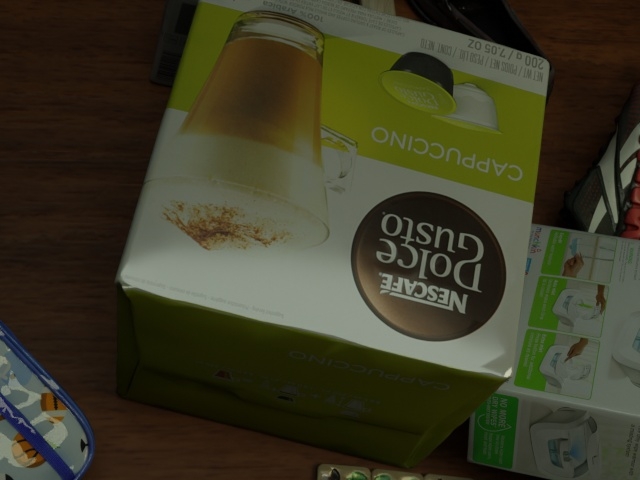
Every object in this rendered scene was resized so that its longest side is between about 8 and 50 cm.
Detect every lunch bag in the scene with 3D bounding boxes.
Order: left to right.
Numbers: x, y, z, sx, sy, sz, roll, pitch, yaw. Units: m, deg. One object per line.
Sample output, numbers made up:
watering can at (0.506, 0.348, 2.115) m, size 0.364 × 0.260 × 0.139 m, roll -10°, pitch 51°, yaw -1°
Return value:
lunch bag at (-0.368, 0.157, 1.002) m, size 0.243 × 0.115 × 0.303 m, roll -45°, pitch 112°, yaw -25°

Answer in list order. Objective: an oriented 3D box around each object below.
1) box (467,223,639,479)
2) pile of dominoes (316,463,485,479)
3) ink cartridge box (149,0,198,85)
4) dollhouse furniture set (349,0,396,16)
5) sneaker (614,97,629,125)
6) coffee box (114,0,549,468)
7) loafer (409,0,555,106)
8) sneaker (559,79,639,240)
box at (0.291, 0.116, 1.126) m, size 0.231 × 0.126 × 0.262 m, roll 9°, pitch 41°, yaw 14°
pile of dominoes at (0.099, 0.332, 1.121) m, size 0.251 × 0.040 × 0.196 m, roll 7°, pitch 65°, yaw -8°
ink cartridge box at (-0.149, -0.325, 1.286) m, size 0.066 × 0.189 × 0.232 m, roll 7°, pitch 65°, yaw -13°
dollhouse furniture set at (-0.010, -0.282, 1.313) m, size 0.201 × 0.152 × 0.374 m, roll 3°, pitch 66°, yaw -10°
sneaker at (0.501, -0.176, 1.398) m, size 0.281 × 0.106 × 0.162 m, roll -22°, pitch 69°, yaw -19°
coffee box at (0.000, 0.000, 1.084) m, size 0.338 × 0.338 × 0.334 m, roll 14°, pitch 64°, yaw -4°
loafer at (0.205, -0.294, 1.393) m, size 0.109 × 0.095 × 0.302 m, roll -26°, pitch 73°, yaw -21°
sneaker at (0.354, -0.069, 1.296) m, size 0.135 × 0.098 × 0.276 m, roll 4°, pitch 78°, yaw 35°
